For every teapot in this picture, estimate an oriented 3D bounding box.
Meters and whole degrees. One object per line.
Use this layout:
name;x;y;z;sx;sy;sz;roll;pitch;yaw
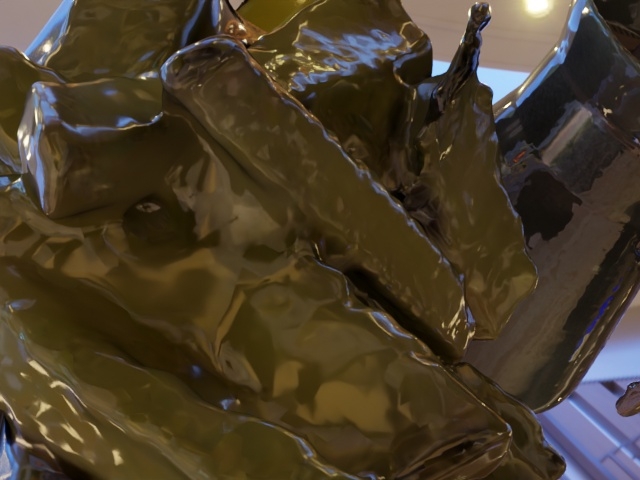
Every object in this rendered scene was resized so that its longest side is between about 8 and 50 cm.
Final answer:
teapot;0.199;-0.013;0.785;0.253;0.300;0.344;-7;-34;-38

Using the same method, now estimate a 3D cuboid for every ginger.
ginger;0.000;0.000;0.445;0.358;0.211;0.413;9;-114;-22

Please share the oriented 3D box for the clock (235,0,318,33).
clock;-0.053;-0.094;0.831;0.071;0.277;0.293;36;-59;11
